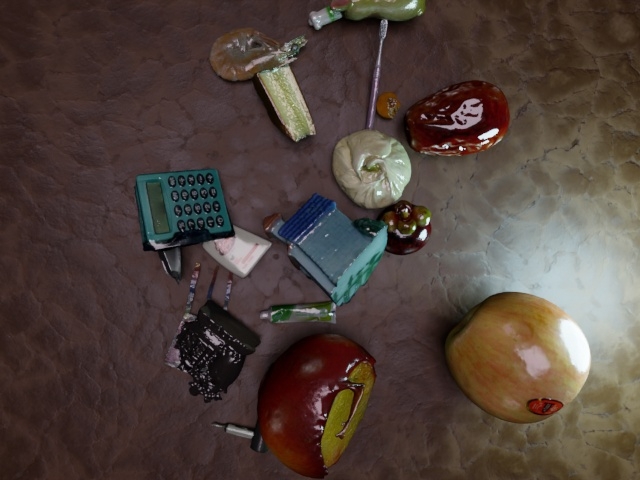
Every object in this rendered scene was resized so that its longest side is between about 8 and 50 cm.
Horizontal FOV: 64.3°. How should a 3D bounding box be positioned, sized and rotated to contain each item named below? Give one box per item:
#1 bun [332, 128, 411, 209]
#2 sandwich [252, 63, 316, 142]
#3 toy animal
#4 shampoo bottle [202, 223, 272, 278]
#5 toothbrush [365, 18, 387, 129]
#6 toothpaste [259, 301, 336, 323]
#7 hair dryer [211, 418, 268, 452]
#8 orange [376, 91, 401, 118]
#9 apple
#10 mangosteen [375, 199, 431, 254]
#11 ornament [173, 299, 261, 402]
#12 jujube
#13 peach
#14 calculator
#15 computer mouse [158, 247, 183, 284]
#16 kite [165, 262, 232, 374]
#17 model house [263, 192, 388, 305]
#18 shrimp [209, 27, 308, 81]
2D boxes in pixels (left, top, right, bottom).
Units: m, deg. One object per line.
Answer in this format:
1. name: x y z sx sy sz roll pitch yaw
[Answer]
1. bun: 0.167 -0.227 1.593 0.259 0.160 0.259 0 90 -6
2. sandwich: -0.108 -0.420 1.584 0.122 0.128 0.236 -25 100 -7
3. toy animal: 0.142 -0.767 1.572 0.362 0.181 0.181 -4 93 -5
4. shampoo bottle: -0.308 -0.015 1.599 0.284 0.071 0.153 37 86 -6
5. toothbrush: 0.175 -0.509 1.603 0.024 0.029 0.354 9 107 7
6. toothpaste: -0.071 0.236 1.638 0.247 0.047 0.078 -2 95 -7
7. hair dryer: -0.253 0.605 1.628 0.197 0.057 0.101 12 88 1
8. orange: 0.218 -0.438 1.642 0.086 0.062 0.086 0 88 -3
9. apple: 0.572 0.340 1.529 0.346 0.391 0.391 39 88 4
10. mangosteen: 0.259 -0.047 1.585 0.199 0.200 0.200 0 91 -5
11. ornament: -0.348 0.355 1.586 0.251 0.106 0.260 41 100 -1
12. jujube: 0.426 -0.378 1.597 0.317 0.223 0.223 -12 92 3
13. peach: -0.026 0.468 1.504 0.310 0.335 0.406 23 94 21
14. calculator: -0.407 -0.098 1.527 0.274 0.058 0.249 -9 70 -22
15. computer mouse: -0.462 0.021 1.570 0.071 0.126 0.231 -21 88 -25
16. kite: -0.374 0.256 1.624 0.204 0.022 0.361 8 91 -6
17. model house: 0.000 0.000 1.539 0.329 0.295 0.252 35 81 17
18. shrimp: -0.196 -0.604 1.600 0.317 0.077 0.168 -18 90 -1
